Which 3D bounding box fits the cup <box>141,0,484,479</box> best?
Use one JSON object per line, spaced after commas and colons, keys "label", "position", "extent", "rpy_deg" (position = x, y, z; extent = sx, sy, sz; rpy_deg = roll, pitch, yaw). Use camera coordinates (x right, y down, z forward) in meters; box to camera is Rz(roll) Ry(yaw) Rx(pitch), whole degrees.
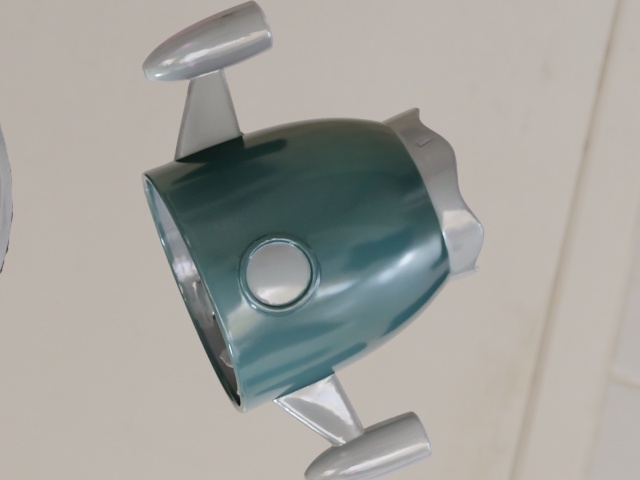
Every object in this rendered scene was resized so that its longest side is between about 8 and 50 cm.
{"label": "cup", "position": [0.000, 0.000, 1.205], "extent": [0.173, 0.299, 0.167], "rpy_deg": [-23, -173, -10]}

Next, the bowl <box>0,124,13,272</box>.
{"label": "bowl", "position": [-0.360, -0.044, 1.365], "extent": [0.346, 0.345, 0.157], "rpy_deg": [20, 167, -19]}
